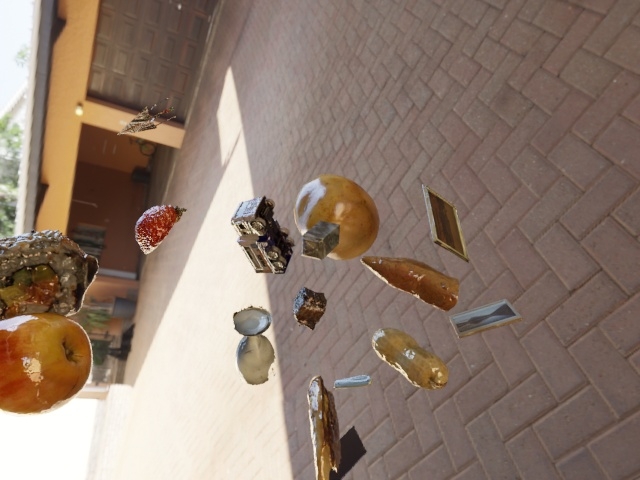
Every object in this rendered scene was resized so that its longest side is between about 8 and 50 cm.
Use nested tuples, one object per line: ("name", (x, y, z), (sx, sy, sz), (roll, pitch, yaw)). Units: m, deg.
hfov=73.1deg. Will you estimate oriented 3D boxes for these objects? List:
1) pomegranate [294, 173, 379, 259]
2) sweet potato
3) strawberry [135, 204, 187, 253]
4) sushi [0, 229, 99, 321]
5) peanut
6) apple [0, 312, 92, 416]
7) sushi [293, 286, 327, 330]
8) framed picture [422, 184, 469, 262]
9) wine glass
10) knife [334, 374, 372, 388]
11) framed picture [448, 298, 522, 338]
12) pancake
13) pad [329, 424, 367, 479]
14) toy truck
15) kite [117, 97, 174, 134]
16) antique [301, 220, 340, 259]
("pomegranate", (0.068, -0.098, 1.991), (0.416, 0.416, 0.417), (-38, 46, 53))
("sweet potato", (0.297, 0.116, 1.442), (0.131, 0.336, 0.131), (-59, -12, -21))
("strawberry", (-0.590, -0.053, 1.530), (0.236, 0.106, 0.175), (-48, 20, 7))
("sushi", (-1.040, 0.142, 1.556), (0.176, 0.417, 0.417), (35, 112, 39))
("peanut", (0.301, 0.398, 1.461), (0.290, 0.130, 0.130), (35, 112, 39))
("apple", (-0.760, 0.328, 1.157), (0.233, 0.286, 0.286), (-22, 44, 6))
("sushi", (-0.035, 0.195, 1.270), (0.098, 0.084, 0.094), (-59, 22, 23))
("framed picture", (0.435, -0.063, 1.493), (0.014, 0.197, 0.252), (-34, 42, 37))
("wine glass", (-0.293, 0.473, 1.910), (0.190, 0.190, 0.357), (-118, 22, -54))
("knife", (0.126, 0.544, 1.658), (0.162, 0.023, 0.044), (-17, 49, 28))
("framed picture", (0.536, 0.255, 1.416), (0.150, 0.203, 0.015), (-71, -39, -74))
("pancake", (0.007, 0.461, 1.098), (0.257, 0.056, 0.212), (36, -140, -83))
("pad", (0.081, 0.823, 1.642), (0.202, 0.005, 0.300), (-43, -1, -8))
("toy truck", (-0.202, -0.014, 1.441), (0.155, 0.268, 0.124), (-4, 43, 23))
("kite", (-0.441, -0.301, 1.095), (0.010, 0.160, 0.183), (60, 169, -6))
("antique", (0.000, 0.000, 1.613), (0.183, 0.086, 0.088), (-42, -41, -58))
